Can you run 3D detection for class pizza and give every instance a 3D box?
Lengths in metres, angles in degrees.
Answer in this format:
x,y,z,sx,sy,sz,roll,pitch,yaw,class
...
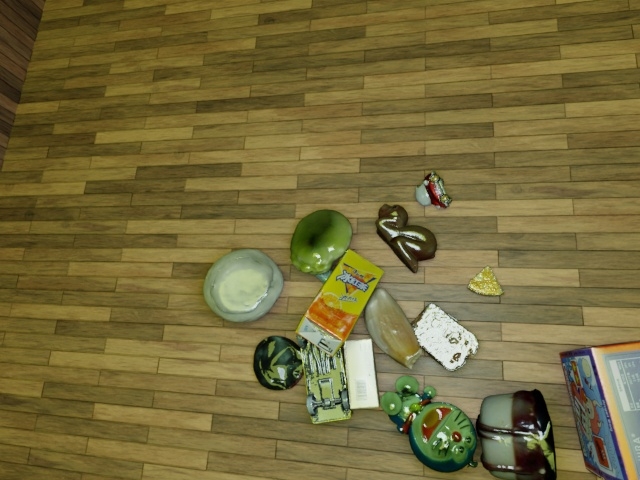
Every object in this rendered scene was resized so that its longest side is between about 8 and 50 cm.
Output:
x,y,z,sx,sy,sz,roll,pitch,yaw,class
0.571,0.139,1.551,0.123,0.026,0.108,11,75,18,pizza

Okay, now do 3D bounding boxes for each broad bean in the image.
x,y,z,sx,sy,sz,roll,pitch,yaw,class
0.000,0.001,1.640,0.238,0.119,0.290,-10,44,23,broad bean

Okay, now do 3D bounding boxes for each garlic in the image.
x,y,z,sx,sy,sz,roll,pitch,yaw,class
0.224,0.290,1.509,0.143,0.112,0.318,-45,49,15,garlic

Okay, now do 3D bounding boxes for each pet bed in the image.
x,y,z,sx,sy,sz,roll,pitch,yaw,class
-0.148,0.439,1.621,0.202,0.053,0.201,-4,73,13,pet bed

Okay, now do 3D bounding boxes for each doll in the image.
x,y,z,sx,sy,sz,roll,pitch,yaw,class
0.345,0.575,1.401,0.199,0.186,0.322,-36,55,-20,doll

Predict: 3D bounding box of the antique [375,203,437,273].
x,y,z,sx,sy,sz,roll,pitch,yaw,class
0.301,-0.024,1.611,0.143,0.121,0.257,-41,71,-3,antique

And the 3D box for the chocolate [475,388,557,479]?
x,y,z,sx,sy,sz,roll,pitch,yaw,class
0.548,0.571,1.308,0.187,0.283,0.283,-5,74,12,chocolate

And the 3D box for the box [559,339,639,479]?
x,y,z,sx,sy,sz,roll,pitch,yaw,class
0.858,0.457,1.239,0.257,0.318,0.348,-10,73,10,box

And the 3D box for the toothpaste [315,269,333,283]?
x,y,z,sx,sy,sz,roll,pitch,yaw,class
0.027,0.135,1.672,0.297,0.048,0.074,38,76,17,toothpaste

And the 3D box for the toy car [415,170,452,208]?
x,y,z,sx,sy,sz,roll,pitch,yaw,class
0.402,-0.170,1.644,0.112,0.112,0.139,-25,79,21,toy car

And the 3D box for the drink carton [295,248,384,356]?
x,y,z,sx,sy,sz,roll,pitch,yaw,class
0.070,0.194,1.496,0.155,0.111,0.351,33,46,5,drink carton

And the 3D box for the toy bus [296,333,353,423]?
x,y,z,sx,sy,sz,roll,pitch,yaw,class
0.021,0.431,1.531,0.144,0.152,0.329,-12,73,11,toy bus

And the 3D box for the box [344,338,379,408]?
x,y,z,sx,sy,sz,roll,pitch,yaw,class
0.139,0.436,1.492,0.095,0.168,0.211,-8,73,9,box

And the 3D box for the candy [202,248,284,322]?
x,y,z,sx,sy,sz,roll,pitch,yaw,class
-0.283,0.167,1.662,0.296,0.185,0.295,1,67,-2,candy

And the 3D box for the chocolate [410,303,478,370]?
x,y,z,sx,sy,sz,roll,pitch,yaw,class
0.405,0.323,1.503,0.214,0.093,0.148,42,89,21,chocolate
